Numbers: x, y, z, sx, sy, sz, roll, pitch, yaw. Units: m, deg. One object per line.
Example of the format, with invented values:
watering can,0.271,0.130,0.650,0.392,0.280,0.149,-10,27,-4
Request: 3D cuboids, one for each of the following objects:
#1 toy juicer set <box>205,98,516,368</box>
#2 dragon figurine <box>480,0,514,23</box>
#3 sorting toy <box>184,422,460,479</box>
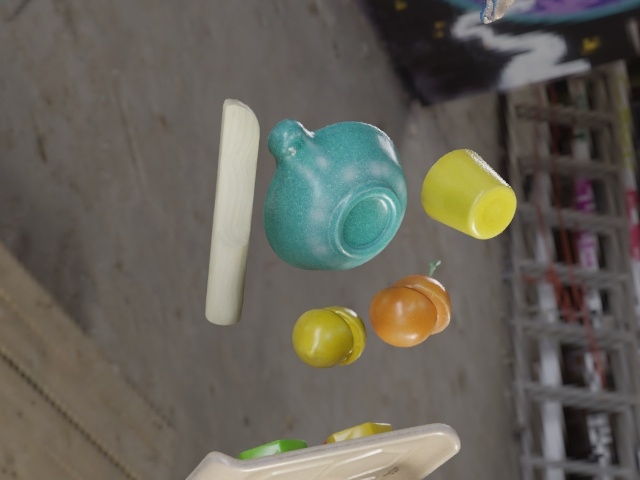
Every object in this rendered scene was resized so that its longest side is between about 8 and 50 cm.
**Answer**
toy juicer set,0.000,0.000,1.272,0.329,0.089,0.209,11,109,-41
dragon figurine,0.233,-0.326,1.408,0.085,0.289,0.144,35,1,-29
sorting toy,-0.016,0.191,1.242,0.193,0.208,0.038,128,-46,-56
